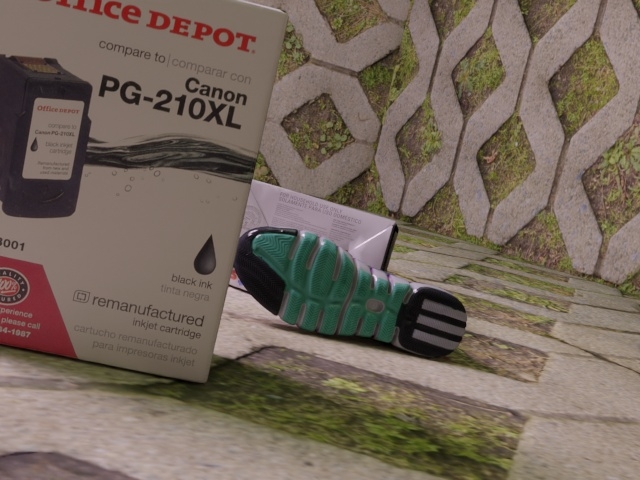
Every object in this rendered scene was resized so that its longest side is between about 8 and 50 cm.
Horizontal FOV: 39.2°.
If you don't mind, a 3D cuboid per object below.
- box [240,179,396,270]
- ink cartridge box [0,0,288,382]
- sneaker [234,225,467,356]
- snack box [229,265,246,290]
[{"bbox_3d":[0.000,0.000,1.052,0.169,0.087,0.290,16,1,6],"label":"box"},{"bbox_3d":[-0.130,-0.049,0.577,0.172,0.237,0.100,12,5,-8],"label":"ink cartridge box"},{"bbox_3d":[0.020,0.051,0.836,0.224,0.083,0.098,23,-3,-10],"label":"sneaker"},{"bbox_3d":[-0.046,0.048,0.936,0.178,0.022,0.064,17,5,36],"label":"snack box"}]
